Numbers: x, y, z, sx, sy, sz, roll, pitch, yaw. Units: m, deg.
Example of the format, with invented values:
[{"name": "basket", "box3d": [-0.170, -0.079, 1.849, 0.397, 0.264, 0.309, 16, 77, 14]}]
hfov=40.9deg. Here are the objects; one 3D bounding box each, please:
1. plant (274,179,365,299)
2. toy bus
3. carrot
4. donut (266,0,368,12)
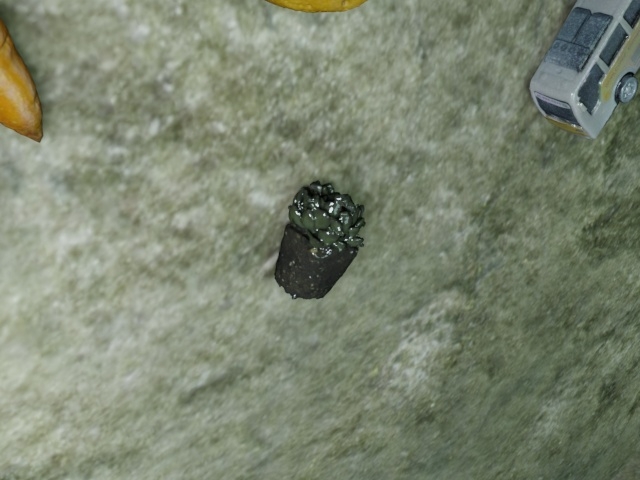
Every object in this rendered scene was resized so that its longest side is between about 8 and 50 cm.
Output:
[{"name": "plant", "box3d": [0.000, 0.000, 1.017, 0.092, 0.094, 0.143, 5, 117, -35]}, {"name": "toy bus", "box3d": [0.431, -0.320, 1.229, 0.138, 0.097, 0.342, 28, 94, -48]}, {"name": "carrot", "box3d": [-0.269, -0.146, 0.667, 0.072, 0.072, 0.205, -42, 141, -17]}, {"name": "donut", "box3d": [0.023, -0.332, 0.676, 0.317, 0.299, 0.150, -23, 149, 3]}]
